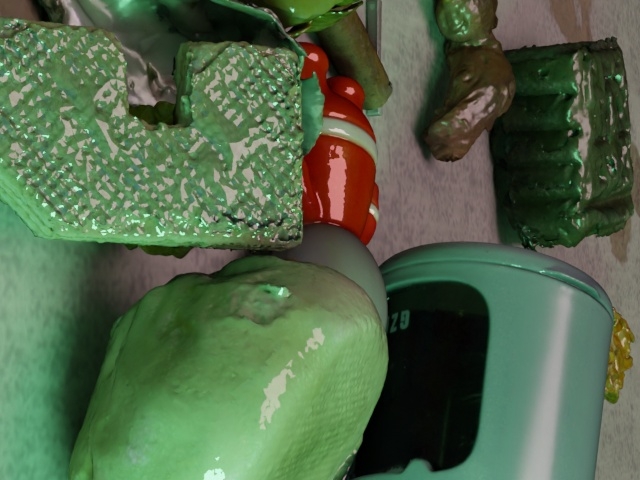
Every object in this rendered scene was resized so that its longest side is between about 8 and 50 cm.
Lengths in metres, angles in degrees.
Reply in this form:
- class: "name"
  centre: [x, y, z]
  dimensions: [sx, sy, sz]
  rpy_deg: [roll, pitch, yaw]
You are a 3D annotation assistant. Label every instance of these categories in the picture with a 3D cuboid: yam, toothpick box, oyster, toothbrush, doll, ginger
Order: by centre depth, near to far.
- class: "oyster"
  centre: [-0.109, -0.139, 1.164]
  dimensions: [0.087, 0.252, 0.199]
  rpy_deg: [-81, -168, -45]
- class: "doll"
  centre: [0.000, 0.000, 1.383]
  dimensions: [0.200, 0.105, 0.337]
  rpy_deg: [35, 48, -57]
- class: "yam"
  centre: [0.002, -0.225, 1.466]
  dimensions: [0.264, 0.046, 0.046]
  rpy_deg: [58, 38, -40]
- class: "toothpick box"
  centre: [0.147, 0.208, 1.468]
  dimensions: [0.263, 0.263, 0.355]
  rpy_deg: [45, 50, -52]
- class: "toothbrush"
  centre: [0.053, -0.221, 1.596]
  dimensions: [0.017, 0.014, 0.194]
  rpy_deg: [9, 79, -62]
- class: "ginger"
  centre: [0.168, -0.220, 1.739]
  dimensions: [0.122, 0.084, 0.290]
  rpy_deg: [45, 48, -60]

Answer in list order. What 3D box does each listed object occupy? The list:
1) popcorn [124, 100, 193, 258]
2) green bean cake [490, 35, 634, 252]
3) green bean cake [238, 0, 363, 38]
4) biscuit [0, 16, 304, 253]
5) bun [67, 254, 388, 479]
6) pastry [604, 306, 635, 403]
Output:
- class: "popcorn"
  centre: [-0.109, -0.043, 1.150]
  dimensions: [0.120, 0.116, 0.106]
  rpy_deg: [45, 37, -38]
- class: "green bean cake"
  centre: [0.301, -0.118, 1.940]
  dimensions: [0.241, 0.132, 0.255]
  rpy_deg: [-13, 97, -66]
- class: "green bean cake"
  centre: [-0.028, -0.326, 1.266]
  dimensions: [0.285, 0.202, 0.310]
  rpy_deg: [-28, 97, -24]
- class: "biscuit"
  centre: [-0.125, -0.071, 1.066]
  dimensions: [0.250, 0.046, 0.147]
  rpy_deg: [4, 83, -25]
- class: "bun"
  centre: [-0.083, 0.126, 1.123]
  dimensions: [0.283, 0.179, 0.283]
  rpy_deg: [-51, 157, -31]
- class: "pastry"
  centre: [0.303, 0.128, 1.927]
  dimensions: [0.250, 0.102, 0.154]
  rpy_deg: [14, 73, -61]
